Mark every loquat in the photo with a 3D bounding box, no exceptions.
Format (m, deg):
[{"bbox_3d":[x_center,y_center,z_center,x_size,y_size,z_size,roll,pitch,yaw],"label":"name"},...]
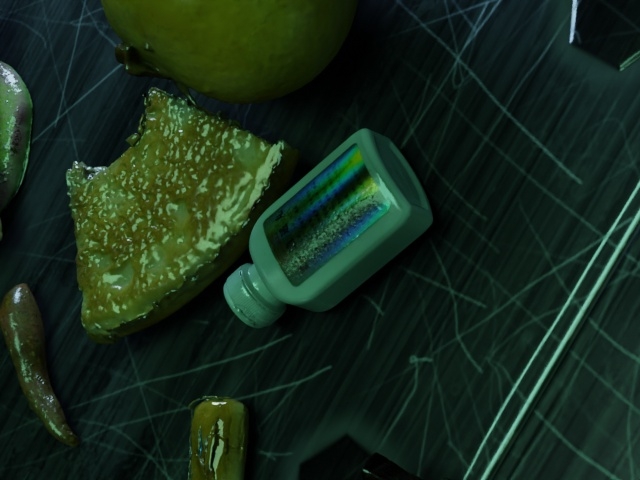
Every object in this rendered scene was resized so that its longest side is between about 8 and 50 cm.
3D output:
[{"bbox_3d":[-0.105,-0.268,2.045,0.274,0.275,0.275,-12,70,35],"label":"loquat"}]

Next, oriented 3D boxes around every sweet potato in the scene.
[{"bbox_3d":[-0.325,0.146,2.244,0.050,0.050,0.214,-33,63,26],"label":"sweet potato"}]

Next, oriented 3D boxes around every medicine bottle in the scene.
[{"bbox_3d":[0.000,0.000,2.003,0.229,0.083,0.121,-40,58,21],"label":"medicine bottle"}]

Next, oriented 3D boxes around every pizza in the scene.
[{"bbox_3d":[-0.163,-0.039,2.141,0.323,0.089,0.223,-43,61,19],"label":"pizza"}]

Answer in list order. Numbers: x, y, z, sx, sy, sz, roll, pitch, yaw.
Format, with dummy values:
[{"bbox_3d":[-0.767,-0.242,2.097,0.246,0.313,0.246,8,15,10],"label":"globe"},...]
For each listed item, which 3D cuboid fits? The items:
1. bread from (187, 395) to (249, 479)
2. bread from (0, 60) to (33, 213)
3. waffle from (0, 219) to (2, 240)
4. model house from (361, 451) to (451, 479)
[{"bbox_3d":[-0.108,0.215,2.047,0.072,0.053,0.106,-4,80,41],"label":"bread"},{"bbox_3d":[-0.439,-0.119,2.417,0.228,0.033,0.229,-13,69,35],"label":"bread"},{"bbox_3d":[-0.520,-0.118,2.412,0.304,0.077,0.348,-18,67,37],"label":"waffle"},{"bbox_3d":[0.034,0.281,1.826,0.164,0.203,0.141,-3,96,24],"label":"model house"}]
